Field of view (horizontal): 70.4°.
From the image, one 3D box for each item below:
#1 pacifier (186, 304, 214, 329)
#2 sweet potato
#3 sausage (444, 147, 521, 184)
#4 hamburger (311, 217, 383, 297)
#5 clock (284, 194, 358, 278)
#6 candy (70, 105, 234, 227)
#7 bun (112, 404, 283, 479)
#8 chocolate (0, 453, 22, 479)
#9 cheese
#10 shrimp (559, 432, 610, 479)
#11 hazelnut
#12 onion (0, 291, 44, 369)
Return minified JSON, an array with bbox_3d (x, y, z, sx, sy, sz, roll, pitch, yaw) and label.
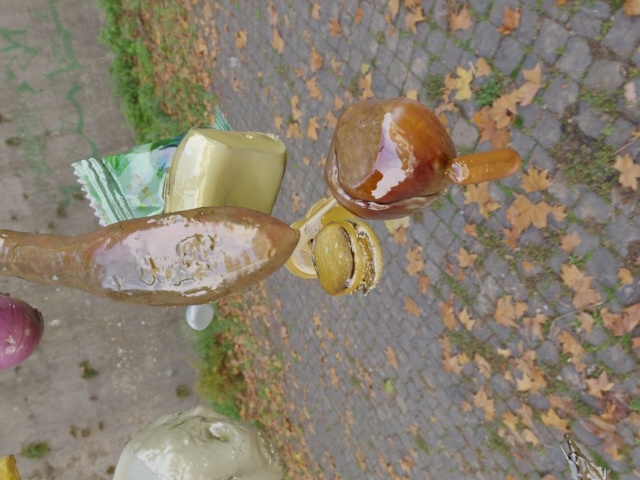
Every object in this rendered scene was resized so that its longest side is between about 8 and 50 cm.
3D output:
[{"bbox_3d":[-0.367,0.167,1.339,0.279,0.227,0.207,44,-155,-60],"label":"pacifier"},{"bbox_3d":[-0.211,0.022,0.497,0.109,0.385,0.109,-4,-90,-85],"label":"sweet potato"},{"bbox_3d":[0.397,-0.180,1.113,0.076,0.197,0.076,168,90,-76],"label":"sausage"},{"bbox_3d":[0.060,0.038,1.072,0.191,0.117,0.182,0,91,55],"label":"hamburger"},{"bbox_3d":[0.000,0.000,1.706,0.244,0.317,0.200,52,165,-4],"label":"clock"},{"bbox_3d":[-0.367,-0.167,1.106,0.263,0.397,0.172,45,145,29],"label":"candy"},{"bbox_3d":[-0.267,0.512,0.999,0.234,0.361,0.326,57,133,45],"label":"bun"},{"bbox_3d":[-0.384,0.383,0.576,0.085,0.085,0.219,-29,76,65],"label":"chocolate"},{"bbox_3d":[-0.189,-0.056,0.862,0.128,0.259,0.316,37,114,30],"label":"cheese"},{"bbox_3d":[0.477,0.395,0.680,0.143,0.052,0.251,-43,71,15],"label":"shrimp"},{"bbox_3d":[0.189,-0.220,1.243,0.372,0.372,0.315,115,172,-56],"label":"hazelnut"},{"bbox_3d":[-1.050,0.288,1.365,0.345,0.358,0.358,-58,36,2],"label":"onion"}]
